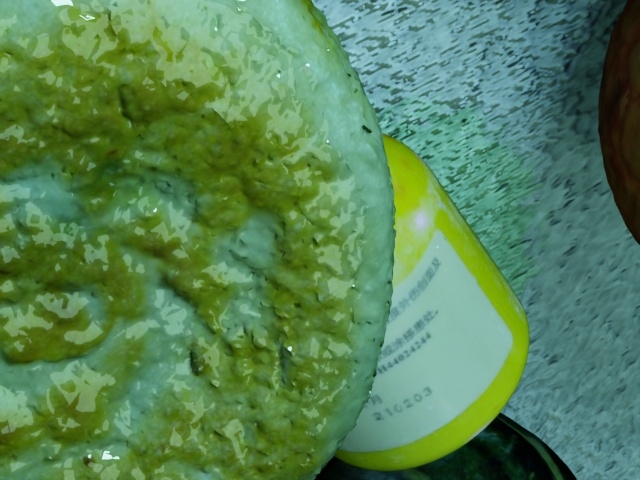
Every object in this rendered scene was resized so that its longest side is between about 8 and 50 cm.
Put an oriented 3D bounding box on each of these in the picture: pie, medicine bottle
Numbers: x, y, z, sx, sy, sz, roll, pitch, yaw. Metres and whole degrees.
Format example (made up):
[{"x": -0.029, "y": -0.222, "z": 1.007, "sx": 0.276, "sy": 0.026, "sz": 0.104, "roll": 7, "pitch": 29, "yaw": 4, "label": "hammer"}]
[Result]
[{"x": -0.114, "y": 0.016, "z": 0.740, "sx": 0.323, "sy": 0.070, "sz": 0.323, "roll": -3, "pitch": 122, "yaw": -5, "label": "pie"}, {"x": 0.000, "y": 0.000, "z": 0.838, "sx": 0.122, "sy": 0.122, "sz": 0.212, "roll": -36, "pitch": 124, "yaw": 2, "label": "medicine bottle"}]

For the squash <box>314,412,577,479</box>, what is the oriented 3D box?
[{"x": 0.056, "y": 0.191, "z": 1.015, "sx": 0.218, "sy": 0.172, "sz": 0.218, "roll": -17, "pitch": 129, "yaw": -22, "label": "squash"}]

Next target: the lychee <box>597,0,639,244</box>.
[{"x": 0.251, "y": -0.067, "z": 0.854, "sx": 0.255, "sy": 0.255, "sz": 0.300, "roll": -29, "pitch": 149, "yaw": -6, "label": "lychee"}]
